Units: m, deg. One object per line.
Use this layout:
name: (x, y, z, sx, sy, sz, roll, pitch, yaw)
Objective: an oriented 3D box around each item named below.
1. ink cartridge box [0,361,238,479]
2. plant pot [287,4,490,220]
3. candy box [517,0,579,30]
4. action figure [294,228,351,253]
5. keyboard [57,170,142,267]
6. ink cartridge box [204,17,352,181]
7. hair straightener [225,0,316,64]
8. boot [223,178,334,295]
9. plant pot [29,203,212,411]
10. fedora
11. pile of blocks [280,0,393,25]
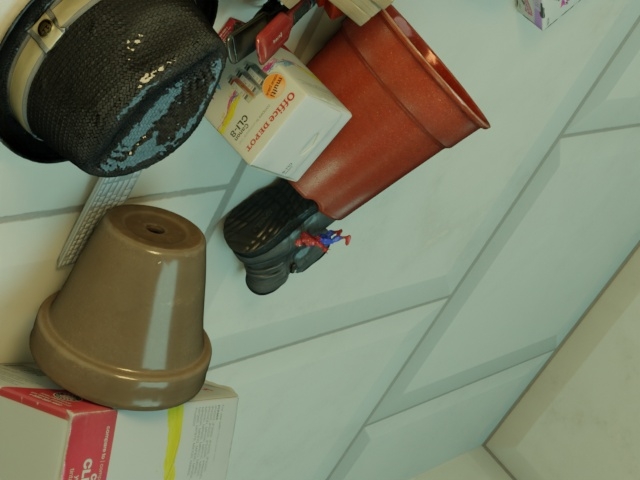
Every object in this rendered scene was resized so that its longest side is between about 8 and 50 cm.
ink cartridge box: (-0.350, 0.289, 1.752, 0.385, 0.279, 0.160, 5, 95, -56)
plant pot: (0.063, -0.185, 1.694, 0.265, 0.272, 0.272, -40, 155, 14)
candy box: (0.424, -0.477, 1.944, 0.196, 0.070, 0.165, -39, 154, -8)
action figure: (0.000, 0.000, 1.884, 0.115, 0.038, 0.030, -2, 125, -47)
keyboard: (-0.300, -0.055, 1.617, 0.072, 0.014, 0.256, -11, 145, -47)
ink cartridge box: (-0.074, -0.189, 1.562, 0.128, 0.176, 0.127, -50, 153, 15)
hair straightener: (-0.073, -0.291, 1.485, 0.230, 0.089, 0.047, -61, 147, -48)
boot: (-0.007, -0.050, 1.972, 0.338, 0.118, 0.222, -29, 156, -2)
plant pot: (-0.265, 0.077, 1.645, 0.263, 0.263, 0.229, -10, 125, -48)
fedora: (-0.227, -0.191, 1.375, 0.334, 0.152, 0.334, -33, 153, -19)
pile of blocks: (-0.058, -0.358, 1.409, 0.113, 0.149, 0.362, -35, 152, 32)
